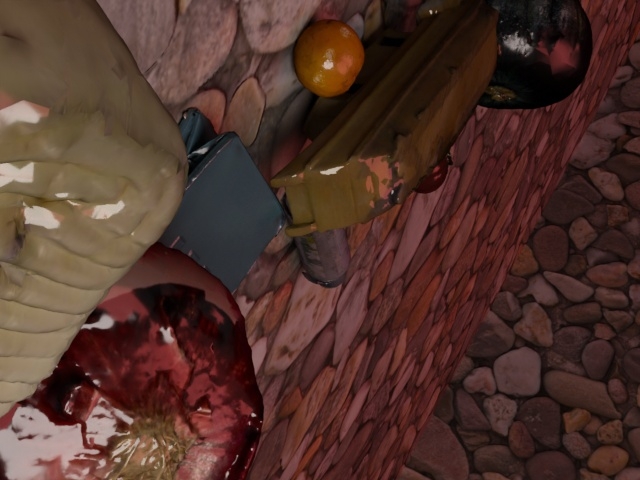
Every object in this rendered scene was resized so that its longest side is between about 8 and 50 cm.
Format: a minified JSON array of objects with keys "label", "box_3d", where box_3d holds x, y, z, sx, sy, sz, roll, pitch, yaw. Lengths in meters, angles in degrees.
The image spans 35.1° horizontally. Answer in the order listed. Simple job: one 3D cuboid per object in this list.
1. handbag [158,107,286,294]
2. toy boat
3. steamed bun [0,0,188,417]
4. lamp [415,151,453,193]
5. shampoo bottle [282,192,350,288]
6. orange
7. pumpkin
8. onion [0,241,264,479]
[{"label":"handbag","box_3d":[-0.111,-0.017,0.983,0.144,0.057,0.221,-56,160,-14]},{"label":"toy boat","box_3d":[0.077,-0.161,1.154,0.445,0.162,0.136,-53,141,-43]},{"label":"steamed bun","box_3d":[-0.242,-0.018,0.390,0.309,0.219,0.324,-8,147,-52]},{"label":"lamp","box_3d":[0.151,-0.120,1.507,0.101,0.090,0.101,-10,90,-83]},{"label":"shampoo bottle","box_3d":[0.000,0.000,1.281,0.072,0.072,0.214,-59,160,-19]},{"label":"orange","box_3d":[0.010,-0.191,1.064,0.083,0.070,0.083,-56,164,-25]},{"label":"pumpkin","box_3d":[0.264,-0.272,1.414,0.233,0.233,0.163,47,50,-70]},{"label":"onion","box_3d":[-0.186,0.125,0.805,0.272,0.195,0.272,-5,98,-37]}]
